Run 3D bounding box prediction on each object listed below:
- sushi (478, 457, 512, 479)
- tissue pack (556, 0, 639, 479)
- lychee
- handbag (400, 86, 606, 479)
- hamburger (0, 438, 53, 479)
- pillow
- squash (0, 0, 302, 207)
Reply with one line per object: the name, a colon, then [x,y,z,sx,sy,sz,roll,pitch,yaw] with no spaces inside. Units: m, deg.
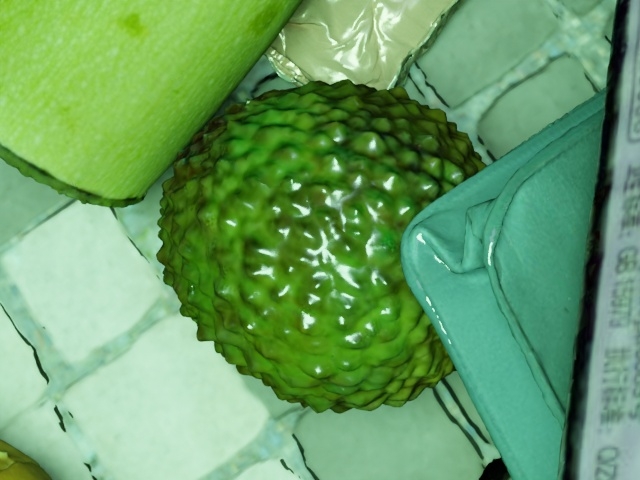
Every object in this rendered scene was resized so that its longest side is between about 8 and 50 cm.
sushi: [0.145,0.147,0.620,0.150,0.078,0.090,14,89,6]
tissue pack: [0.217,0.016,0.517,0.259,0.122,0.361,25,66,-33]
lychee: [0.000,0.000,0.619,0.171,0.171,0.171,-1,81,5]
handbag: [0.150,0.023,0.573,0.229,0.062,0.179,-31,95,-39]
hamburger: [-0.185,0.159,0.606,0.283,0.144,0.156,33,54,17]
pillow: [-0.027,-0.176,0.704,0.232,0.043,0.126,42,92,7]
squash: [-0.065,-0.146,0.619,0.132,0.132,0.247,43,107,9]
